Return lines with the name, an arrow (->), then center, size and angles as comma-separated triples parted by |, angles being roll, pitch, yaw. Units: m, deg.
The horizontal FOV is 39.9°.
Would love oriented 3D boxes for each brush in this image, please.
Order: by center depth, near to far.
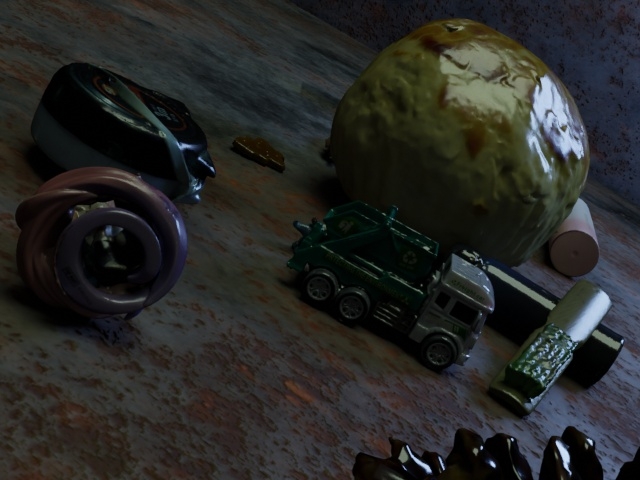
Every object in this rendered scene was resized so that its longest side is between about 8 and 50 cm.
brush -> 0.277, 0.109, 1.015 | 0.054, 0.048, 0.282 | 40, 38, 15

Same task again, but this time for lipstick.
lipstick -> 0.482, -0.015, 1.697 | 0.087, 0.087, 0.327 | 30, 19, 5

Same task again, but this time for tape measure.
tape measure -> -0.207, -0.108, 0.923 | 0.181, 0.107, 0.182 | 21, 20, -31

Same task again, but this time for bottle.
bottle -> 0.263, 0.088, 1.128 | 0.244, 0.072, 0.082 | 32, -22, 14

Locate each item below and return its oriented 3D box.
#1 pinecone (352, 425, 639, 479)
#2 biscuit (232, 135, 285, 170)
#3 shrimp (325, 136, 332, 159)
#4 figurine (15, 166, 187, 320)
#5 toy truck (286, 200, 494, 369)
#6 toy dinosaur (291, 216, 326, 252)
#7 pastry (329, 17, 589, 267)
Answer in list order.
pinecone -> 0.111, 0.193, 0.421 | 0.273, 0.224, 0.224 | 24, 17, 10
biscuit -> -0.091, -0.129, 1.285 | 0.092, 0.016, 0.082 | 9, 31, -43
shrimp -> 0.053, -0.153, 1.521 | 0.101, 0.042, 0.190 | 41, 20, 12
figurine -> -0.187, 0.001, 0.692 | 0.157, 0.114, 0.126 | 9, -40, 50
toy truck -> 0.082, 0.036, 0.939 | 0.216, 0.116, 0.110 | 29, 18, 2
toy dinosaur -> 0.000, 0.000, 1.026 | 0.083, 0.047, 0.030 | 22, 21, -22
pastry -> 0.209, -0.147, 1.288 | 0.389, 0.312, 0.388 | 25, 16, -8
